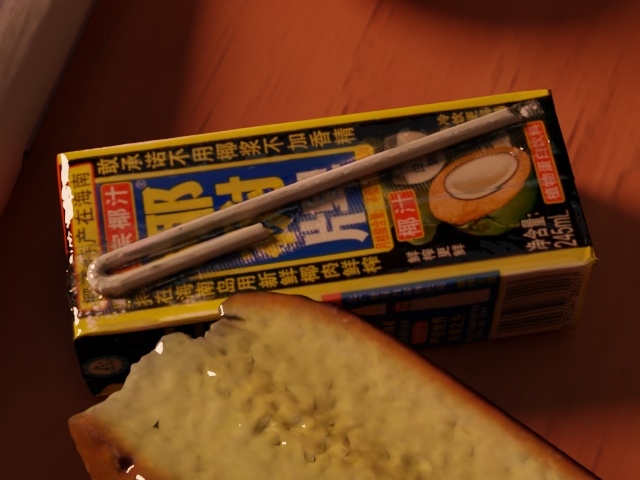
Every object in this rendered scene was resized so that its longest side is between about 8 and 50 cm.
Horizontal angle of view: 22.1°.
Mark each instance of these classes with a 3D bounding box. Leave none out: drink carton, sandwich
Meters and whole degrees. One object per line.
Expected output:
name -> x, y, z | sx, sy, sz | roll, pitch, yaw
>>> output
drink carton -> 0.000, 0.000, 0.537 | 0.165, 0.056, 0.071 | -8, 58, -5
sandwich -> 0.052, 0.113, 0.453 | 0.258, 0.096, 0.094 | 35, 59, 19

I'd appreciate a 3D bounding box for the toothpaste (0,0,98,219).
toothpaste -> -0.137, -0.063, 0.563 | 0.125, 0.080, 0.371 | 9, 55, 4
